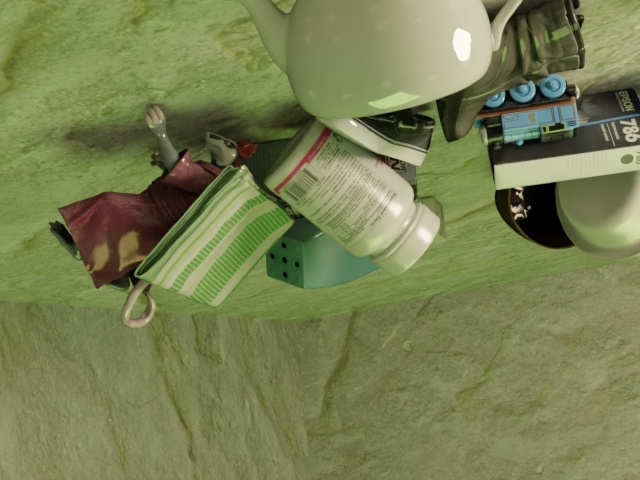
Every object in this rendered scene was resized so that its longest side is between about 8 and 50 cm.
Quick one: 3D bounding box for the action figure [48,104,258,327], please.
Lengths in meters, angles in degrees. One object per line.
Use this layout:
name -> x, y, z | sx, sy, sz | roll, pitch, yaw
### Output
action figure -> -0.257, -0.054, 1.598 | 0.370, 0.275, 0.248 | -30, 172, 4

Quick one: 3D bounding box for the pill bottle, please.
pill bottle -> 0.058, -0.074, 1.624 | 0.283, 0.160, 0.160 | 39, 154, -12

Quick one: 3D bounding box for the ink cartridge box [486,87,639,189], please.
ink cartridge box -> 0.454, -0.180, 1.617 | 0.333, 0.165, 0.065 | -7, 133, 6

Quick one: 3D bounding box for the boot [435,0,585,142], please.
boot -> 0.276, -0.242, 1.379 | 0.223, 0.118, 0.338 | -13, 172, 8

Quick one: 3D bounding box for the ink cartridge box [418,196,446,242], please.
ink cartridge box -> 0.251, -0.048, 2.330 | 0.090, 0.092, 0.143 | -9, 167, 18

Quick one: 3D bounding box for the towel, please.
towel -> -0.168, 0.004, 1.638 | 0.248, 0.038, 0.325 | -48, 161, 0

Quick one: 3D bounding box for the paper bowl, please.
paper bowl -> 0.563, -0.101, 1.755 | 0.148, 0.284, 0.284 | 10, 161, -37

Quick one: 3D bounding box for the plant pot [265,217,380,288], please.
plant pot -> 0.000, 0.000, 1.953 | 0.166, 0.165, 0.234 | 18, -150, 37

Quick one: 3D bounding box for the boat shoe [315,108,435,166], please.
boat shoe -> 0.102, -0.197, 1.535 | 0.108, 0.102, 0.301 | 33, -167, 34

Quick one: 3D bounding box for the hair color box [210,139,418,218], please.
hair color box -> -0.005, -0.121, 1.807 | 0.375, 0.113, 0.185 | -7, 168, 6

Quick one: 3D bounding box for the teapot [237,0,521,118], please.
teapot -> 0.071, -0.257, 1.055 | 0.256, 0.187, 0.253 | -29, -155, -36

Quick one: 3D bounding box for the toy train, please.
toy train -> 0.338, -0.210, 1.558 | 0.184, 0.105, 0.080 | -8, 168, 9

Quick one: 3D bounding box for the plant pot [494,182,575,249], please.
plant pot -> 0.464, -0.092, 2.016 | 0.216, 0.215, 0.230 | -4, -178, -9
